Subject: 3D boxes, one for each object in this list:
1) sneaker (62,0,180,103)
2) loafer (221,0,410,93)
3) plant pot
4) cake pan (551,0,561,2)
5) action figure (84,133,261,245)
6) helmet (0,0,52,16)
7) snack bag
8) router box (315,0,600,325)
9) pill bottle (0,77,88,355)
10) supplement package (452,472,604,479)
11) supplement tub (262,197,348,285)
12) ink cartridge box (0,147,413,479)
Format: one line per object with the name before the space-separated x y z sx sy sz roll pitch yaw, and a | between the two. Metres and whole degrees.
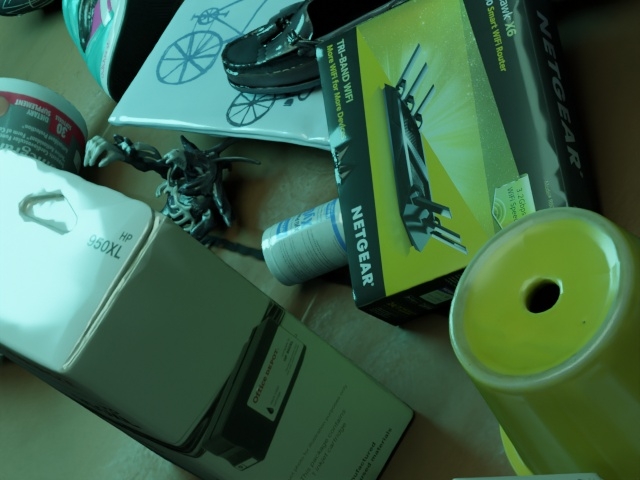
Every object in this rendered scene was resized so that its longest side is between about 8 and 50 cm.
sneaker | -0.238 -0.336 2.184 0.178 0.124 0.295 37 110 48
loafer | 0.022 -0.242 1.870 0.303 0.095 0.109 -11 47 21
plant pot | 0.235 0.098 1.407 0.254 0.239 0.254 -23 47 27
cake pan | 0.260 -0.379 1.814 0.293 0.054 0.293 -32 49 45
action figure | -0.204 -0.034 1.953 0.276 0.141 0.164 -41 54 11
helmet | -0.419 -0.398 2.389 0.169 0.169 0.161 -39 26 12
snack bag | -0.044 -0.239 2.001 0.343 0.037 0.323 8 56 35
router box | 0.133 -0.098 1.706 0.243 0.081 0.308 -23 62 27
pill bottle | -0.401 -0.025 2.088 0.176 0.176 0.318 -13 53 34
supplement package | 0.163 0.339 1.278 0.204 0.145 0.262 49 129 48
supplement tub | 0.000 0.000 1.805 0.107 0.071 0.071 -22 48 26
ink cartridge box | -0.148 0.103 1.612 0.285 0.395 0.166 19 74 47
